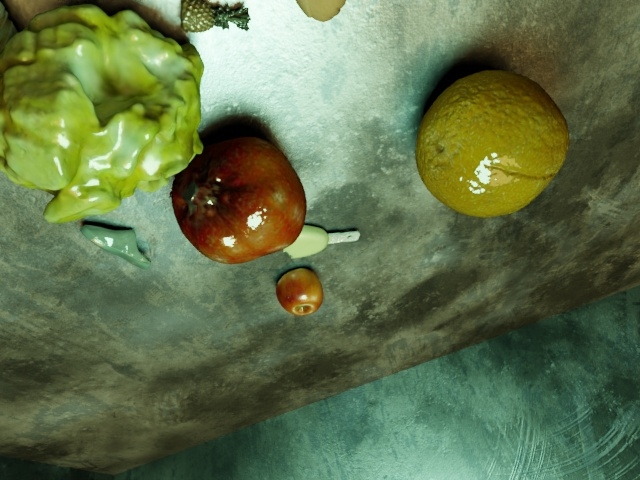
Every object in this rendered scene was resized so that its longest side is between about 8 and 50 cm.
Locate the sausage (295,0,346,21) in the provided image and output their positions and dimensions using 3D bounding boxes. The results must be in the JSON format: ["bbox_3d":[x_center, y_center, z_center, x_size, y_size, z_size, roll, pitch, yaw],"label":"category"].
[{"bbox_3d":[-0.041,-0.477,0.592,0.121,0.121,0.304,-30,141,14],"label":"sausage"}]

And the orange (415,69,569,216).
[{"bbox_3d":[0.396,-0.219,0.932,0.356,0.322,0.322,-13,145,-37],"label":"orange"}]

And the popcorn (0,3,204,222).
[{"bbox_3d":[-0.362,-0.199,0.677,0.292,0.294,0.334,-14,-174,45],"label":"popcorn"}]

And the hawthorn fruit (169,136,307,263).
[{"bbox_3d":[-0.165,-0.082,0.898,0.311,0.295,0.295,11,133,-37],"label":"hawthorn fruit"}]

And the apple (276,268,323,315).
[{"bbox_3d":[-0.067,0.177,1.347,0.163,0.139,0.163,-13,143,-10],"label":"apple"}]

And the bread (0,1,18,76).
[{"bbox_3d":[-0.566,-0.272,0.634,0.192,0.110,0.210,-5,140,-7],"label":"bread"}]

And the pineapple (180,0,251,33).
[{"bbox_3d":[-0.178,-0.385,0.700,0.124,0.058,0.058,-3,139,-20],"label":"pineapple"}]

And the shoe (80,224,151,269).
[{"bbox_3d":[-0.507,0.002,1.030,0.078,0.079,0.195,-54,132,-12],"label":"shoe"}]

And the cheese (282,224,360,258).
[{"bbox_3d":[0.000,0.000,1.235,0.255,0.050,0.127,-4,139,-18],"label":"cheese"}]
